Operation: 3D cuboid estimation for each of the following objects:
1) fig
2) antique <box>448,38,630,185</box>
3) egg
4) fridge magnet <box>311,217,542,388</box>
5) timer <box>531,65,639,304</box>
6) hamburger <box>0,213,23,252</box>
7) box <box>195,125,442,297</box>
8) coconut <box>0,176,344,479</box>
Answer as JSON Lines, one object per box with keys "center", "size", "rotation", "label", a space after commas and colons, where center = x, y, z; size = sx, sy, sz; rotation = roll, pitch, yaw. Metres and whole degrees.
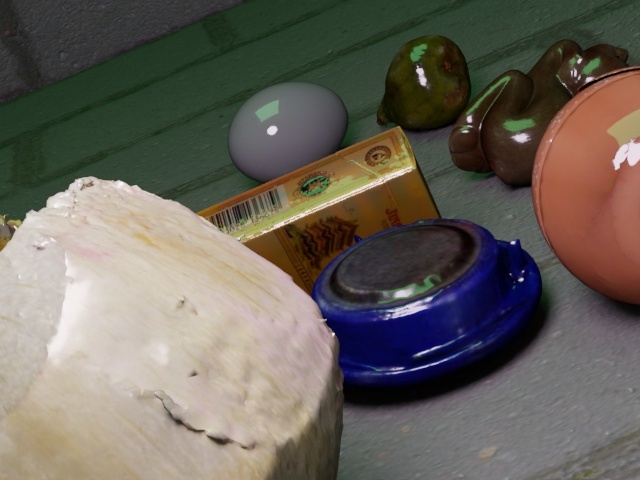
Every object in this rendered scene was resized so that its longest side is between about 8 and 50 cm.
{"center": [0.153, -0.230, 2.097], "size": [0.126, 0.133, 0.185], "rotation": [-36, 3, -14], "label": "fig"}
{"center": [0.301, -0.165, 1.798], "size": [0.257, 0.121, 0.143], "rotation": [-33, 31, -25], "label": "antique"}
{"center": [-0.047, -0.163, 2.091], "size": [0.199, 0.146, 0.146], "rotation": [-25, 20, -24], "label": "egg"}
{"center": [0.098, 0.063, 1.460], "size": [0.265, 0.112, 0.265], "rotation": [-17, 25, 8], "label": "fridge magnet"}
{"center": [0.320, -0.054, 1.360], "size": [0.230, 0.229, 0.215], "rotation": [-22, 19, 2], "label": "timer"}
{"center": [-0.333, 0.099, 1.604], "size": [0.211, 0.260, 0.245], "rotation": [-32, 16, -32], "label": "hamburger"}
{"center": [0.000, 0.000, 1.599], "size": [0.274, 0.174, 0.076], "rotation": [-23, 49, 5], "label": "box"}
{"center": [-0.147, 0.185, 1.114], "size": [0.405, 0.404, 0.404], "rotation": [-19, 22, 8], "label": "coconut"}
